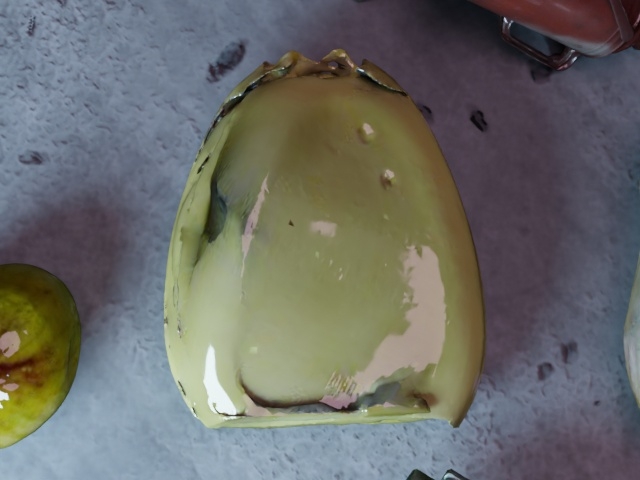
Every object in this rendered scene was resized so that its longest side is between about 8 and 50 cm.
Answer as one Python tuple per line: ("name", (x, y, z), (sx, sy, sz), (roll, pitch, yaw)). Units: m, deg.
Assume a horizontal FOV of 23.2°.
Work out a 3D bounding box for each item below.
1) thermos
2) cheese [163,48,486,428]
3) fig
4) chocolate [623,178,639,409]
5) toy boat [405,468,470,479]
("thermos", (0.201, -0.211, 1.320), (0.232, 0.099, 0.124), (20, 117, -32))
("cheese", (0.000, 0.000, 1.262), (0.259, 0.128, 0.316), (-2, 85, -15))
("fig", (-0.254, 0.087, 1.212), (0.153, 0.121, 0.136), (-40, 90, -13))
("chocolate", (0.320, 0.019, 1.284), (0.134, 0.134, 0.309), (9, 79, -4))
("toy boat", (0.182, 0.305, 1.221), (0.319, 0.092, 0.141), (31, 110, 2))
